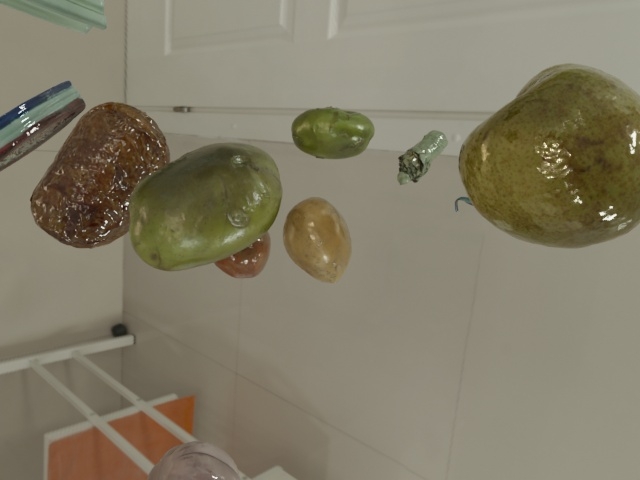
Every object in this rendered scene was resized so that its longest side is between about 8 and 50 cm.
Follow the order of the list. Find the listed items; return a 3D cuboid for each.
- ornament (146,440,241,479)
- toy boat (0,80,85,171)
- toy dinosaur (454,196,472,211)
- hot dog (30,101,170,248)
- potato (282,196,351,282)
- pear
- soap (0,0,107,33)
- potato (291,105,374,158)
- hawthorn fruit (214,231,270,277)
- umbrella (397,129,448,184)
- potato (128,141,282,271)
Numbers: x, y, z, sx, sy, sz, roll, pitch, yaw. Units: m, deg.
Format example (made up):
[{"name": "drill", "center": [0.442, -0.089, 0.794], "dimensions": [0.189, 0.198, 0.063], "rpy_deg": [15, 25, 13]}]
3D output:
[{"name": "ornament", "center": [-0.217, 0.445, 0.856], "dimensions": [0.178, 0.178, 0.177], "rpy_deg": [-17, 114, -46]}, {"name": "toy boat", "center": [-0.436, -0.150, 0.713], "dimensions": [0.046, 0.080, 0.228], "rpy_deg": [38, 54, -3]}, {"name": "toy dinosaur", "center": [0.315, -0.084, 0.891], "dimensions": [0.045, 0.197, 0.080], "rpy_deg": [-47, 111, -33]}, {"name": "hot dog", "center": [-0.555, -0.167, 1.265], "dimensions": [0.267, 0.174, 0.387], "rpy_deg": [36, 92, -6]}, {"name": "potato", "center": [0.000, -0.002, 0.838], "dimensions": [0.112, 0.112, 0.146], "rpy_deg": [-37, 118, -37]}, {"name": "pear", "center": [0.296, -0.091, 0.610], "dimensions": [0.228, 0.211, 0.188], "rpy_deg": [-41, 178, 0]}, {"name": "soap", "center": [-0.599, -0.570, 1.082], "dimensions": [0.265, 0.088, 0.159], "rpy_deg": [-23, 109, -71]}, {"name": "potato", "center": [0.038, -0.325, 1.514], "dimensions": [0.186, 0.254, 0.148], "rpy_deg": [-15, 102, -83]}, {"name": "hawthorn fruit", "center": [-0.248, 0.043, 1.596], "dimensions": [0.199, 0.200, 0.251], "rpy_deg": [-49, 146, -29]}, {"name": "umbrella", "center": [0.198, -0.164, 0.989], "dimensions": [0.143, 0.062, 0.067], "rpy_deg": [-50, 144, -20]}, {"name": "potato", "center": [-0.168, -0.057, 0.740], "dimensions": [0.229, 0.197, 0.148], "rpy_deg": [-13, 124, -5]}]
